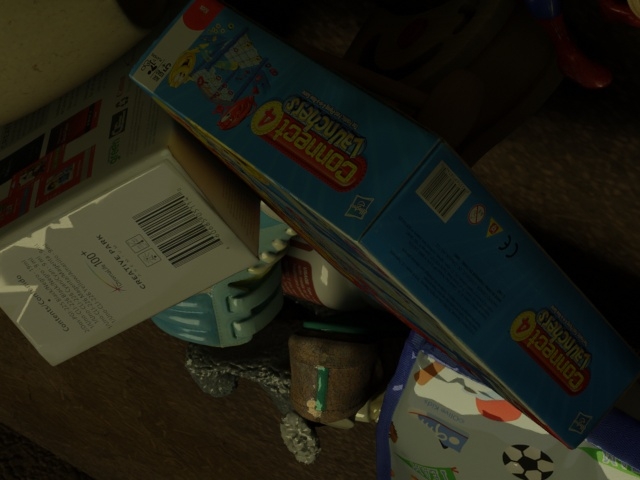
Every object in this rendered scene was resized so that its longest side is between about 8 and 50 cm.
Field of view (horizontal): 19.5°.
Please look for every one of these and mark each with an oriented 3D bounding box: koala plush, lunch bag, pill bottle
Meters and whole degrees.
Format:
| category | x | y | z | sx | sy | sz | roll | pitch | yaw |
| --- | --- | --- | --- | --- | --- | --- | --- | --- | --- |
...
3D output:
| category | x | y | z | sx | sy | sz | roll | pitch | yaw |
| --- | --- | --- | --- | --- | --- | --- | --- | --- | --- |
| koala plush | -0.012 | 0.134 | 2.033 | 0.203 | 0.196 | 0.221 | 15 | 150 | 18 |
| lunch bag | 0.232 | 0.193 | 1.746 | 0.328 | 0.239 | 0.385 | 28 | 166 | 14 |
| pill bottle | 0.000 | 0.000 | 1.809 | 0.216 | 0.121 | 0.121 | 18 | 154 | 34 |

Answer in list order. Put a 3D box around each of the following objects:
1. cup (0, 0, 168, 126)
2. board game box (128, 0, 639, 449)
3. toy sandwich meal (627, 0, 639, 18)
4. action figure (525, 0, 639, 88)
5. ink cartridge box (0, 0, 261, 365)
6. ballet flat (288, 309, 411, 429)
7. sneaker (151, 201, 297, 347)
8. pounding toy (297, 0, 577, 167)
| category | x | y | z | sx | sy | sz | roll | pitch | yaw |
| --- | --- | --- | --- | --- | --- | --- | --- | --- | --- |
| cup | -0.255 | -0.237 | 1.467 | 0.237 | 0.331 | 0.331 | -3 | 146 | 17 |
| board game box | 0.048 | -0.016 | 1.344 | 0.302 | 0.086 | 0.308 | 36 | 175 | 48 |
| toy sandwich meal | 0.231 | -0.174 | 1.203 | 0.085 | 0.085 | 0.029 | 53 | -173 | -41 |
| action figure | 0.167 | -0.209 | 1.176 | 0.139 | 0.091 | 0.280 | 21 | 157 | 44 |
| ink cartridge box | -0.191 | -0.059 | 1.555 | 0.272 | 0.309 | 0.130 | -26 | 122 | 19 |
| ballet flat | 0.030 | 0.123 | 1.775 | 0.107 | 0.106 | 0.316 | 5 | -178 | 17 |
| sneaker | -0.047 | -0.010 | 1.700 | 0.319 | 0.127 | 0.208 | -13 | 123 | 22 |
| pounding toy | 0.077 | -0.147 | 1.381 | 0.155 | 0.154 | 0.269 | 42 | 176 | -21 |
